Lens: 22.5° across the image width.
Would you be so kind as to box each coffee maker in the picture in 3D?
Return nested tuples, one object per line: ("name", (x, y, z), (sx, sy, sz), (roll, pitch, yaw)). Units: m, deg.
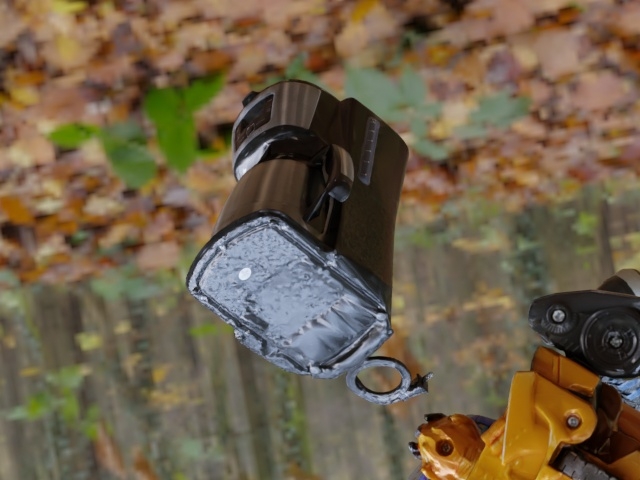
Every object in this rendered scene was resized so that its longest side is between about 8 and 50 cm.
("coffee maker", (0.000, 0.000, 1.092), (0.120, 0.171, 0.178), (-17, -148, 21))

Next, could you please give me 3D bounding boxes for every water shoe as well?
("water shoe", (0.282, 0.112, 1.560), (0.080, 0.203, 0.073), (-24, -139, -13))

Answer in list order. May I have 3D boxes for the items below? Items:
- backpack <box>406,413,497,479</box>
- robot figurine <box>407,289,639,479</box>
("backpack", (0.129, 0.263, 1.485), (0.158, 0.117, 0.173), (-54, 178, 29))
("robot figurine", (0.161, 0.148, 0.616), (0.291, 0.211, 0.085), (31, 180, 22))
